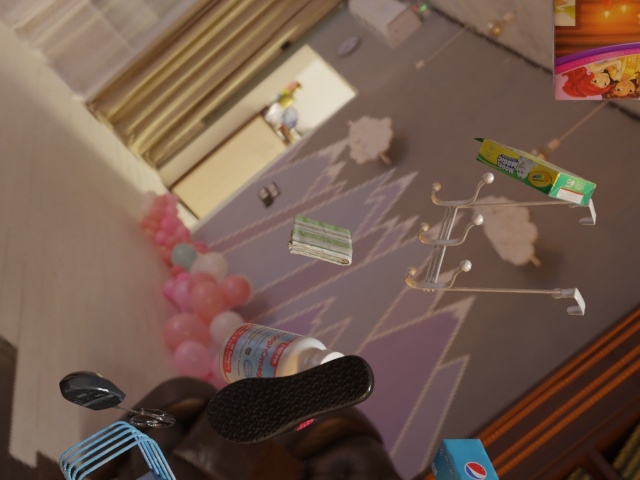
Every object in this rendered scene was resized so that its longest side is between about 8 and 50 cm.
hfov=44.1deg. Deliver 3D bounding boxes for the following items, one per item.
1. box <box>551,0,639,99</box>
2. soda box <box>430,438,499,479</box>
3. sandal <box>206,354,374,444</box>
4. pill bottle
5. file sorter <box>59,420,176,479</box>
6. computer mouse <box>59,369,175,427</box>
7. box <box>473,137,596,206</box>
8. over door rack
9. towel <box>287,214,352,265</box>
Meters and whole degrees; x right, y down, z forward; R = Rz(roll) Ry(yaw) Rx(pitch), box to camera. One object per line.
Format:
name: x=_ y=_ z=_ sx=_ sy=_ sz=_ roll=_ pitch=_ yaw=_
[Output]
box: x=0.261 y=-0.154 z=0.370 sx=0.201 sy=0.293 sz=0.057 roll=66 pitch=33 yaw=-53
soda box: x=0.243 y=0.408 z=1.217 sx=0.071 sy=0.067 sz=0.210 roll=4 pitch=34 yaw=-18
sandal: x=-0.029 y=0.165 z=0.802 sx=0.040 sy=0.179 sz=0.067 roll=54 pitch=21 yaw=-62
pill bottle: x=-0.045 y=0.157 z=0.984 sx=0.160 sy=0.087 sz=0.087 roll=6 pitch=-29 yaw=42
file sorter: x=-0.268 y=0.316 z=1.049 sx=0.170 sy=0.118 sz=0.104 roll=-11 pitch=-74 yaw=64
computer mouse: x=-0.315 y=0.250 z=1.248 sx=0.242 sy=0.071 sz=0.041 roll=43 pitch=32 yaw=-51
box: x=0.324 y=-0.112 z=1.231 sx=0.105 sy=0.043 sz=0.179 roll=10 pitch=20 yaw=-40
over door rack: x=0.339 y=-0.007 z=1.476 sx=0.324 sy=0.239 sz=0.108 roll=7 pitch=-37 yaw=20
towel: x=0.000 y=0.000 z=1.395 sx=0.113 sy=0.023 sz=0.152 roll=17 pitch=19 yaw=-5
